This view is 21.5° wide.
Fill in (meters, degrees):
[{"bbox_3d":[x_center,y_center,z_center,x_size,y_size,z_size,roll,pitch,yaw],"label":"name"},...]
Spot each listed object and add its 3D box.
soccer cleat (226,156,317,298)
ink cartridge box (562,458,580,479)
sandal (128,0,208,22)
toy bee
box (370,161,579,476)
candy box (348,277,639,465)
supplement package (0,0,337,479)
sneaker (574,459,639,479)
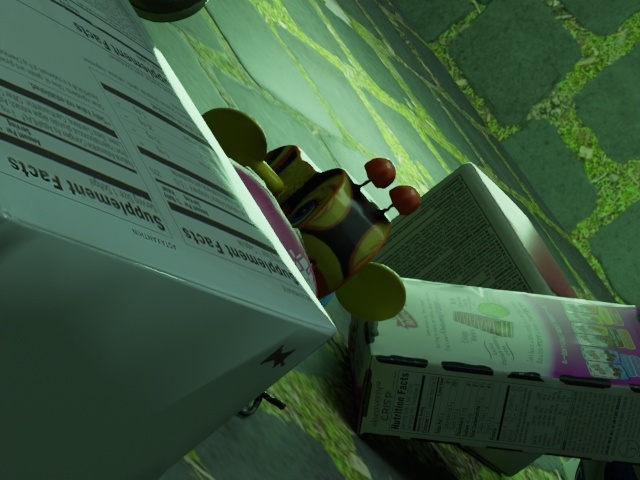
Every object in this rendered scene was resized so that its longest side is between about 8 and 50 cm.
[{"bbox_3d":[-0.142,-0.042,0.975,0.331,0.116,0.143,47,29,-4],"label":"soccer cleat"},{"bbox_3d":[0.334,0.301,1.637,0.158,0.092,0.218,45,16,-22],"label":"ink cartridge box"},{"bbox_3d":[-0.184,-0.284,1.518,0.086,0.120,0.303,80,-14,-53],"label":"sandal"},{"bbox_3d":[0.000,0.000,1.182,0.195,0.162,0.298,42,15,-39],"label":"toy bee"},{"bbox_3d":[0.152,0.070,1.527,0.127,0.148,0.232,38,18,-46],"label":"box"},{"bbox_3d":[0.142,0.098,1.301,0.233,0.071,0.159,8,21,-4],"label":"candy box"},{"bbox_3d":[-0.171,-0.026,0.572,0.263,0.199,0.198,57,14,25],"label":"supplement package"},{"bbox_3d":[0.246,0.227,1.354,0.127,0.182,0.315,50,-16,3],"label":"sneaker"}]
